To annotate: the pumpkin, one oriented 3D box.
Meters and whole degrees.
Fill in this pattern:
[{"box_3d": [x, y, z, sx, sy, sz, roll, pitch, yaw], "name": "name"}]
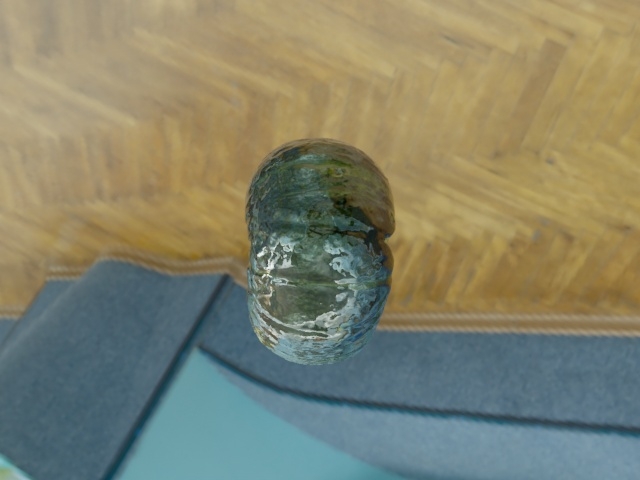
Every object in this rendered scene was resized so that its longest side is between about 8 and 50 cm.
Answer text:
[{"box_3d": [0.000, 0.000, 0.865, 0.119, 0.183, 0.107, -1, 169, -2], "name": "pumpkin"}]
